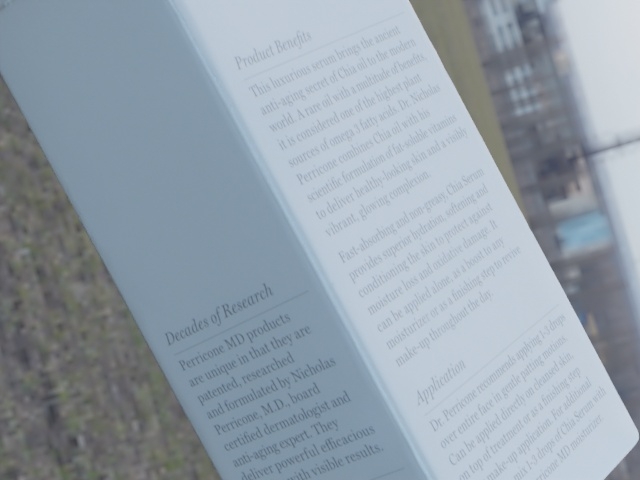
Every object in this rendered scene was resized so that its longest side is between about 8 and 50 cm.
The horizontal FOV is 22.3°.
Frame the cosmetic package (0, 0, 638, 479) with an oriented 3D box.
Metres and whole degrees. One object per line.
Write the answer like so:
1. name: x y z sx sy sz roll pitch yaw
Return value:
1. cosmetic package: 0.000 0.000 1.050 0.230 0.161 0.453 -30 93 -52
